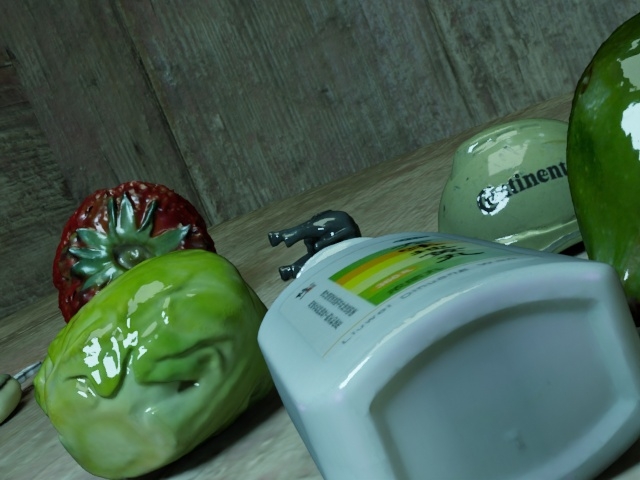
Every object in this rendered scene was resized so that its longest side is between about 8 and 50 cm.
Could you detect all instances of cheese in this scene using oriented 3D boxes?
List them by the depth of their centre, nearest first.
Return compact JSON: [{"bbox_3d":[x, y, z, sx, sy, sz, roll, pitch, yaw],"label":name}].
[{"bbox_3d":[-0.470,0.223,1.231,0.127,0.054,0.251,-22,7,11],"label":"cheese"}]

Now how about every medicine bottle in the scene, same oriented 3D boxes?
[{"bbox_3d":[0.057,0.065,0.549,0.179,0.124,0.324,-24,6,-7],"label":"medicine bottle"}]

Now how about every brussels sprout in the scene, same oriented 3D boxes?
[{"bbox_3d":[-0.141,0.097,0.731,0.223,0.161,0.223,-16,13,4],"label":"brussels sprout"}]

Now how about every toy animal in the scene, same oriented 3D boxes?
[{"bbox_3d":[-0.009,0.003,1.332,0.137,0.082,0.269,-20,3,-4],"label":"toy animal"}]

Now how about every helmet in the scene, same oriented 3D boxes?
[{"bbox_3d":[0.197,-0.052,0.883,0.258,0.137,0.204,-25,8,-13],"label":"helmet"}]

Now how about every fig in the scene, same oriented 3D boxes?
[{"bbox_3d":[0.237,-0.038,0.554,0.244,0.195,0.195,-53,12,-5],"label":"fig"}]

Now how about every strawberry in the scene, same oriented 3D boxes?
[{"bbox_3d":[-0.285,0.039,1.308,0.250,0.238,0.288,-19,-3,-8],"label":"strawberry"}]
